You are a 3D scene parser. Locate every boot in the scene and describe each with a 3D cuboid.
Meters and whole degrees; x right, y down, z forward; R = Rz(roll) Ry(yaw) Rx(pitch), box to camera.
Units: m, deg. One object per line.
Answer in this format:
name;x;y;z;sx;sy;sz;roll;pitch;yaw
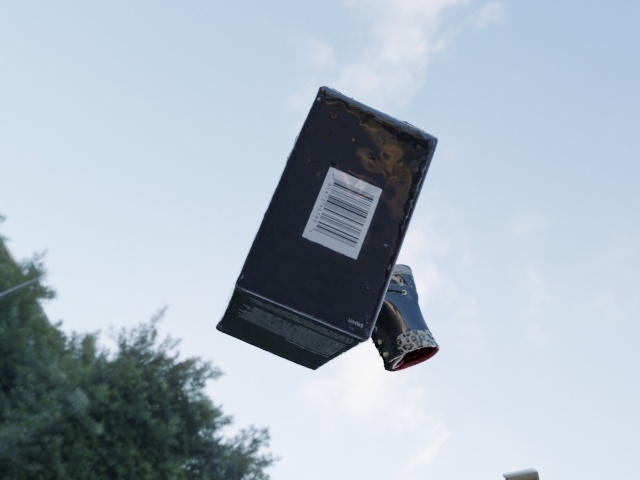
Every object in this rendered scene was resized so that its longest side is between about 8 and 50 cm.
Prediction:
boot;0.075;0.145;1.310;0.085;0.237;0.178;87;-14;-53

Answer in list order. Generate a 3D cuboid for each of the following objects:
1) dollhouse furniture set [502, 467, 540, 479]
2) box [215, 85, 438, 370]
dollhouse furniture set;0.331;0.378;0.989;0.161;0.101;0.181;-11;-98;1
box;0.000;0.000;1.054;0.183;0.296;0.294;24;-20;-6
